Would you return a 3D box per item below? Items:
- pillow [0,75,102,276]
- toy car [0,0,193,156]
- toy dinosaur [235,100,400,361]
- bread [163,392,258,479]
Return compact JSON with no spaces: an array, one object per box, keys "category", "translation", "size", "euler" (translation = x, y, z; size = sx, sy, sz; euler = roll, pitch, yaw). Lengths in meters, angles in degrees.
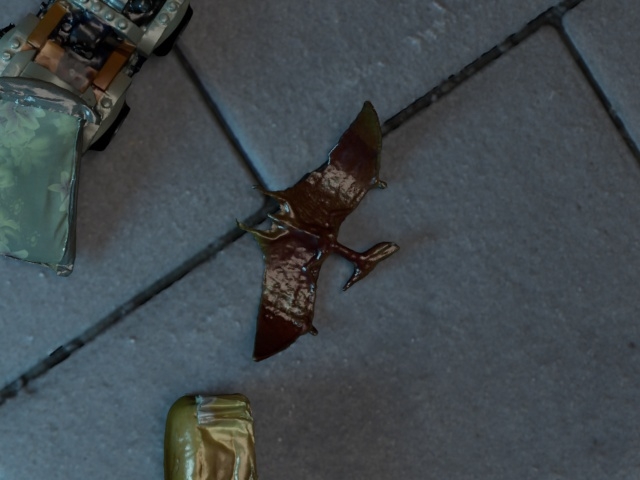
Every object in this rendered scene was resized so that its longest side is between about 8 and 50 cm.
[{"category":"pillow","translation":[-0.355,-0.080,1.585],"size":[0.169,0.059,0.255],"euler":[8,122,-10]},{"category":"toy car","translation":[-0.285,-0.261,1.650],"size":[0.193,0.118,0.301],"euler":[34,79,-6]},{"category":"toy dinosaur","translation":[-0.010,0.001,1.716],"size":[0.327,0.113,0.207],"euler":[-40,98,-15]},{"category":"bread","translation":[-0.135,0.309,1.639],"size":[0.107,0.136,0.241],"euler":[-1,85,-15]}]
